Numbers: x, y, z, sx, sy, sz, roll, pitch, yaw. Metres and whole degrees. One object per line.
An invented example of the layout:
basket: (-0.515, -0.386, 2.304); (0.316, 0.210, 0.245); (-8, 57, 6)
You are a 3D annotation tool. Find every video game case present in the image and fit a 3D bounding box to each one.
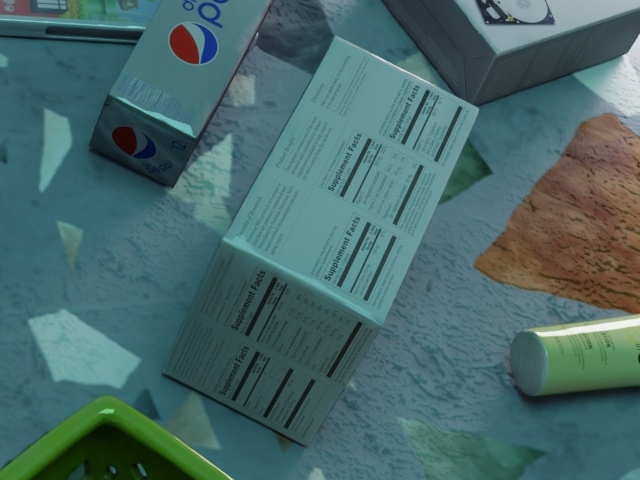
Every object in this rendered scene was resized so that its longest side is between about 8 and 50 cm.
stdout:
video game case: (-0.215, -0.279, 1.744); (0.285, 0.025, 0.204); (2, 53, -19)

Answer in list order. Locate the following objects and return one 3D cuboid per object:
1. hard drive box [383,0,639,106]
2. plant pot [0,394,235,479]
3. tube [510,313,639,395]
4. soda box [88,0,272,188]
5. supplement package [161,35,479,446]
hard drive box: (0.205, -0.258, 1.836); (0.232, 0.089, 0.181); (-21, 64, -32)
plant pot: (-0.147, 0.285, 1.203); (0.228, 0.207, 0.227); (34, 49, 19)
tube: (0.289, 0.100, 1.613); (0.240, 0.062, 0.070); (-3, 95, -28)
soda box: (-0.111, -0.194, 1.643); (0.091, 0.098, 0.286); (27, 58, -3)
supplement package: (0.000, 0.000, 1.488); (0.145, 0.204, 0.262); (28, 50, 0)
